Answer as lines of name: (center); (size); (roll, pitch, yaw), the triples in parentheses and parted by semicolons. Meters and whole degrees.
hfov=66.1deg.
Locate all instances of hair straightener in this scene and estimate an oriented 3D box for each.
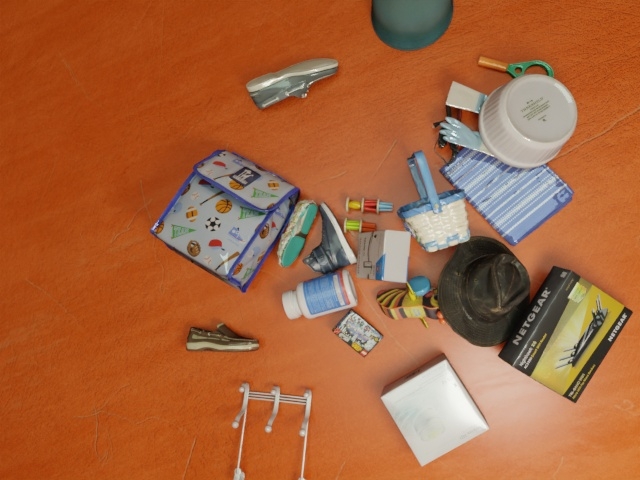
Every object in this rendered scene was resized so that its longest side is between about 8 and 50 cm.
hair straightener: (0.399, -0.349, 1.559); (0.089, 0.047, 0.230); (4, 84, 13)

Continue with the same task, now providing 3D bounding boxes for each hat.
hat: (0.499, 0.136, 1.382); (0.332, 0.134, 0.330); (4, 77, -20)

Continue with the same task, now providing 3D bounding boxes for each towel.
towel: (0.572, -0.178, 1.521); (0.243, 0.040, 0.336); (-42, 76, 7)

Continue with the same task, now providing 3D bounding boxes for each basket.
basket: (0.321, -0.119, 1.453); (0.201, 0.255, 0.288); (-15, 92, 8)

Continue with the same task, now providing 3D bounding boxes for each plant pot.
plant pot: (0.278, -0.773, 1.522); (0.272, 0.255, 0.271); (-1, 85, 12)

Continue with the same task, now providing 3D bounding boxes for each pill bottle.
pill bottle: (-0.003, 0.177, 1.559); (0.222, 0.124, 0.124); (-17, 81, 9)

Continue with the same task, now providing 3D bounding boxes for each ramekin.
ramekin: (0.613, -0.357, 1.438); (0.273, 0.127, 0.272); (1, 80, -5)

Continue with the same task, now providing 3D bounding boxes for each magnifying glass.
magnifying glass: (0.612, -0.536, 1.547); (0.231, 0.026, 0.092); (21, 89, 14)

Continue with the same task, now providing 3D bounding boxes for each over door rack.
over door rack: (-0.154, 0.629, 1.558); (0.240, 0.108, 0.323); (2, 85, 13)

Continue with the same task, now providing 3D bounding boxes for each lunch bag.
lunch bag: (-0.293, -0.086, 1.597); (0.328, 0.239, 0.385); (30, 75, 14)

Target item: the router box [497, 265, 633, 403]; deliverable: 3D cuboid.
router box: (0.685, 0.263, 1.380); (0.243, 0.081, 0.308); (30, 92, -13)

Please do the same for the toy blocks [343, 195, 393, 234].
toy blocks: (0.155, -0.078, 1.585); (0.148, 0.054, 0.123); (4, 85, 12)

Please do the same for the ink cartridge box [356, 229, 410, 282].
ink cartridge box: (0.184, 0.048, 1.482); (0.086, 0.203, 0.148); (5, 86, -18)

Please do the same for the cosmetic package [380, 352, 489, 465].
cosmetic package: (0.334, 0.493, 1.452); (0.224, 0.138, 0.224); (-33, 80, 7)

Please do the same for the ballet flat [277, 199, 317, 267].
ballet flat: (-0.085, -0.027, 1.629); (0.077, 0.091, 0.240); (24, 85, 43)

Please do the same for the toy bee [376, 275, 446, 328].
toy bee: (0.310, 0.178, 1.457); (0.298, 0.162, 0.195); (-36, 117, 28)

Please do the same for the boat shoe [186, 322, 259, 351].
boat shoe: (-0.327, 0.320, 1.632); (0.258, 0.095, 0.095); (-2, 78, 12)

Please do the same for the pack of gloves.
pack of gloves: (0.483, -0.360, 1.515); (0.232, 0.046, 0.194); (19, 78, -1)

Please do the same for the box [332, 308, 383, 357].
box: (0.117, 0.291, 1.546); (0.137, 0.027, 0.094); (40, 95, -11)

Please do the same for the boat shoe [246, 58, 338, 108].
boat shoe: (-0.088, -0.534, 1.676); (0.320, 0.116, 0.099); (-16, 125, 3)

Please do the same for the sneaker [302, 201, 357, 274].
sneaker: (0.000, 0.000, 1.594); (0.164, 0.086, 0.226); (-25, 81, 6)
